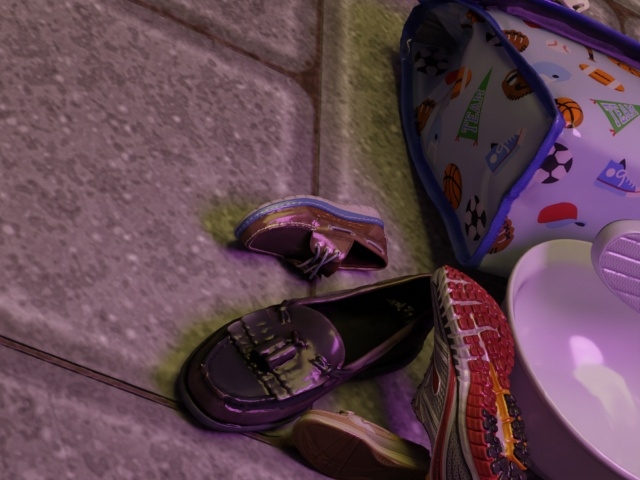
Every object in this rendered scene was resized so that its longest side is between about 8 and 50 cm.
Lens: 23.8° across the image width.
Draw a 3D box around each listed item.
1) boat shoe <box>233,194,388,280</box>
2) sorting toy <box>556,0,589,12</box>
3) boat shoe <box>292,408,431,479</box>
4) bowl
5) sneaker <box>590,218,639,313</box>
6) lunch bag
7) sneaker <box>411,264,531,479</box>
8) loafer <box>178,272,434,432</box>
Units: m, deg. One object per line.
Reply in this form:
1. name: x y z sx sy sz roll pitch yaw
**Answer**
1. boat shoe: 0.000 0.000 1.478 0.183 0.066 0.066 -1 56 -40
2. sorting toy: 0.342 -0.344 2.113 0.075 0.045 0.083 49 38 -2
3. boat shoe: 0.039 0.182 1.349 0.153 0.056 0.048 24 34 -24
4. bowl: 0.268 0.155 1.500 0.298 0.134 0.298 23 41 -22
5. sneaker: 0.364 0.029 1.537 0.258 0.094 0.091 21 24 -31
6. lunch bag: 0.279 -0.124 1.706 0.328 0.239 0.385 18 28 -26
7. sneaker: 0.118 0.124 1.359 0.088 0.093 0.225 30 46 -41
8. loafer: 0.002 0.085 1.374 0.302 0.095 0.109 -15 64 -47
